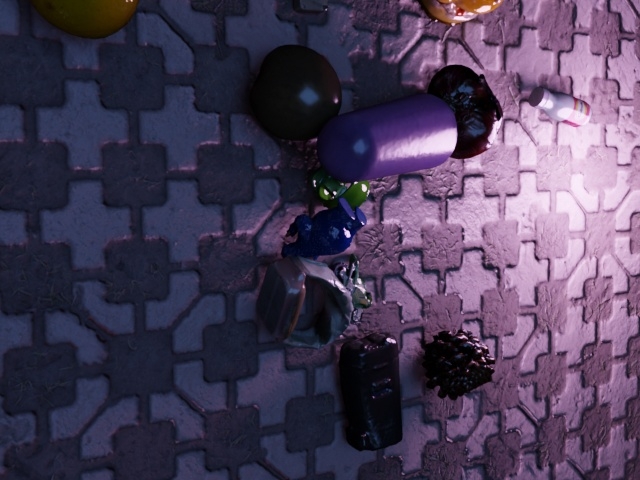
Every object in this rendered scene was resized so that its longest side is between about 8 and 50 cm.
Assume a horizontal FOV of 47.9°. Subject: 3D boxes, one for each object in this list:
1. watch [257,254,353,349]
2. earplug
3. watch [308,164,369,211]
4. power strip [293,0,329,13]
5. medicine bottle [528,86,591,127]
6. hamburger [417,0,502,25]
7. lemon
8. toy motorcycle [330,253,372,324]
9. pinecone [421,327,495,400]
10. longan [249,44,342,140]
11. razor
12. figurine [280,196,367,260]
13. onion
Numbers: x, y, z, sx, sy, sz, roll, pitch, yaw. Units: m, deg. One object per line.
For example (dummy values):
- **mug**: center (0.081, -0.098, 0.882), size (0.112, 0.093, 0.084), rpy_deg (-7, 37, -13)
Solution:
- **watch**: center (-0.026, 0.173, 1.907), size (0.241, 0.161, 0.253), rpy_deg (4, 120, -27)
- **earplug**: center (0.163, -0.259, 1.874), size (0.456, 0.215, 0.215), rpy_deg (-21, 105, -50)
- **watch**: center (0.061, -0.156, 1.942), size (0.165, 0.152, 0.131), rpy_deg (-50, 124, -9)
- **power strip**: center (-0.054, -0.713, 1.896), size (0.145, 0.061, 0.215), rpy_deg (-8, 97, -29)
- **medicine bottle**: center (0.783, -0.439, 2.360), size (0.217, 0.090, 0.090), rpy_deg (12, 88, -29)
- **hamburger**: center (0.406, -0.767, 2.076), size (0.303, 0.186, 0.260), rpy_deg (-16, 100, -25)
- **lemon**: center (-0.518, -0.558, 1.558), size (0.254, 0.228, 0.228), rpy_deg (11, 88, -33)
- **toy motorcycle**: center (0.093, 0.140, 2.038), size (0.106, 0.074, 0.190), rpy_deg (-29, 106, -34)
- **pinecone**: center (0.402, 0.362, 2.152), size (0.222, 0.221, 0.221), rpy_deg (-2, 95, -29)
- **longan**: center (-0.066, -0.376, 1.829), size (0.248, 0.248, 0.248), rpy_deg (-2, 95, -29)
- **razor**: center (0.148, 0.434, 2.066), size (0.189, 0.107, 0.326), rpy_deg (-10, 100, -28)
- **figurine**: center (-0.001, -0.006, 1.881), size (0.164, 0.262, 0.120), rpy_deg (21, 44, -32)
- **onion**: center (0.404, -0.374, 2.091), size (0.281, 0.221, 0.280), rpy_deg (26, 57, -48)
